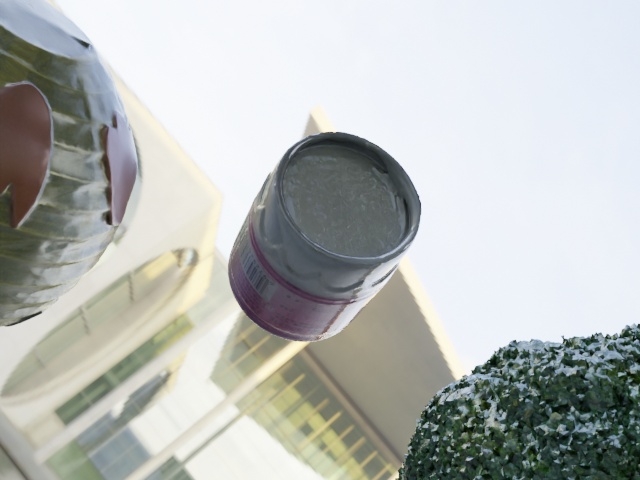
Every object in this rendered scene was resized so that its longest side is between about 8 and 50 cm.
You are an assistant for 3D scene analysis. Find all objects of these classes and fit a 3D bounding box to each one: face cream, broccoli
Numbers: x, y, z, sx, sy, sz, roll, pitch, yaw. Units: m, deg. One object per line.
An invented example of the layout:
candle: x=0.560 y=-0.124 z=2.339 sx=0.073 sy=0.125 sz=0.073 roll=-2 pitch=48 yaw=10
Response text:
face cream: x=0.000 y=0.000 z=0.962 sx=0.175 sy=0.175 sz=0.195 roll=49 pitch=-33 yaw=9
broccoli: x=0.123 y=0.117 z=0.418 sx=0.156 sy=0.195 sz=0.195 roll=31 pitch=-18 yaw=-11

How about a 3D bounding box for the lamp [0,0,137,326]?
lamp: x=-0.264 y=-0.041 z=0.567 sx=0.250 sy=0.284 sz=0.250 roll=38 pitch=17 yaw=-14
